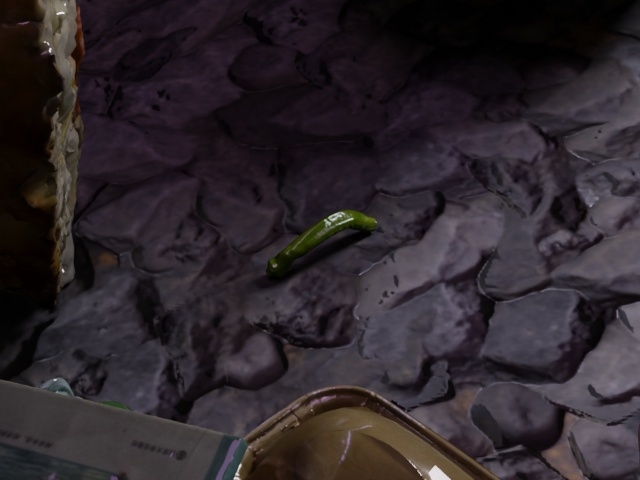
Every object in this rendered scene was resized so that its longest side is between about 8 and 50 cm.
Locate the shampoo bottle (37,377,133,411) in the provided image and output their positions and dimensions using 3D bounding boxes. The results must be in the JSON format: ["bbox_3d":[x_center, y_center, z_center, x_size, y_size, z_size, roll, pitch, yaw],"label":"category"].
[{"bbox_3d":[-0.102,0.145,1.098,0.065,0.065,0.204,-31,47,-23],"label":"shampoo bottle"}]

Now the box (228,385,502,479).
[{"bbox_3d":[0.033,0.147,1.037,0.111,0.111,0.177,-35,47,-26],"label":"box"}]

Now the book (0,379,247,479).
[{"bbox_3d":[-0.183,0.203,1.022,0.215,0.025,0.282,10,59,22],"label":"book"}]

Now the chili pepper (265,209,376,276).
[{"bbox_3d":[-0.001,-0.001,1.272,0.083,0.030,0.017,-30,60,-14],"label":"chili pepper"}]

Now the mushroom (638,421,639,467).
[{"bbox_3d":[0.273,0.099,1.058,0.212,0.088,0.097,-14,50,-14],"label":"mushroom"}]

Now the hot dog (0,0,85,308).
[{"bbox_3d":[-0.321,-0.110,1.133,0.365,0.367,0.196,7,61,-4],"label":"hot dog"}]
